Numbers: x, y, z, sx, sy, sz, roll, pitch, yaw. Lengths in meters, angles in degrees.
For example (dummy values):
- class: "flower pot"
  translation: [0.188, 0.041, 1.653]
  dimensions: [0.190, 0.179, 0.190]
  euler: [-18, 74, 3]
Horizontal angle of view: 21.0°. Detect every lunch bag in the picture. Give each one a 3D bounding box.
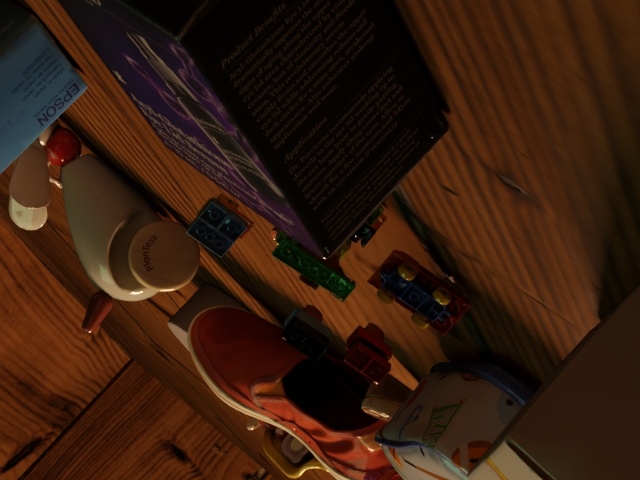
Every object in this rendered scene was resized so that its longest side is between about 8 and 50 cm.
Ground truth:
- class: "lunch bag"
  translation: [0.190, 0.229, 1.393]
  dimensions: [0.303, 0.115, 0.243]
  euler: [45, 167, -5]

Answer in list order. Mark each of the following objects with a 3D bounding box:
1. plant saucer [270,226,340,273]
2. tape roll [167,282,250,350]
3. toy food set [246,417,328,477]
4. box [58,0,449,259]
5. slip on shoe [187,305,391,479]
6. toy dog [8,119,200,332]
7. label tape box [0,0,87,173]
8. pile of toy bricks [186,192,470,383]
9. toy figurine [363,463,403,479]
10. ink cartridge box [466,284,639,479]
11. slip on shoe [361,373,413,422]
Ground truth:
- class: "plant saucer"
  translation: [-0.010, 0.016, 1.535]
  dimensions: [0.083, 0.013, 0.083]
  euler: [41, 168, 10]
- class: "tape roll"
  translation: [-0.093, 0.153, 2.211]
  dimensions: [0.219, 0.072, 0.219]
  euler: [40, 168, 10]
- class: "toy food set"
  translation: [-0.014, 0.199, 2.013]
  dimensions: [0.218, 0.128, 0.071]
  euler: [33, 146, 60]
- class: "box"
  translation: [-0.044, -0.111, 0.917]
  dimensions: [0.153, 0.108, 0.207]
  euler: [35, 167, 38]
- class: "slip on shoe"
  translation: [-0.025, 0.153, 1.906]
  dimensions: [0.331, 0.123, 0.101]
  euler: [35, 143, 38]
- class: "toy dog"
  translation: [-0.294, -0.026, 1.996]
  dimensions: [0.334, 0.161, 0.220]
  euler: [40, 169, 14]
- class: "label tape box"
  translation: [-0.430, -0.159, 1.730]
  dimensions: [0.348, 0.249, 0.115]
  euler: [32, 164, 45]
- class: "pile of toy bricks"
  translation: [0.000, 0.000, 1.256]
  dimensions: [0.212, 0.118, 0.105]
  euler: [36, -157, -12]
- class: "toy figurine"
  translation: [0.099, 0.245, 1.625]
  dimensions: [0.173, 0.130, 0.159]
  euler: [19, 176, -31]
- class: "ink cartridge box"
  translation: [0.176, 0.117, 0.959]
  dimensions: [0.127, 0.128, 0.176]
  euler: [42, 168, 7]
- class: "slip on shoe"
  translation: [0.104, 0.170, 1.665]
  dimensions: [0.135, 0.041, 0.051]
  euler: [26, 163, -12]
